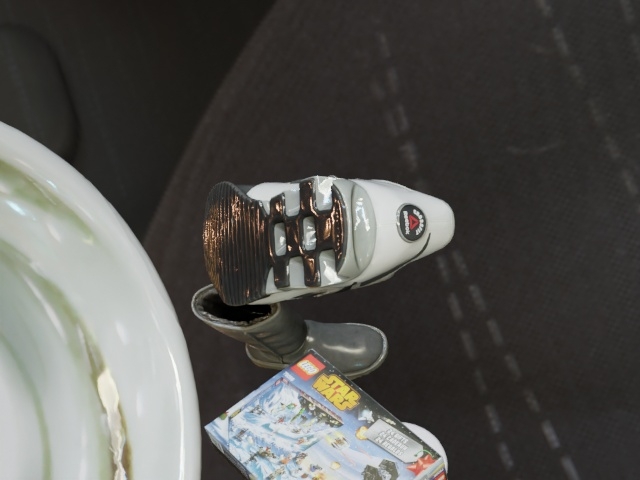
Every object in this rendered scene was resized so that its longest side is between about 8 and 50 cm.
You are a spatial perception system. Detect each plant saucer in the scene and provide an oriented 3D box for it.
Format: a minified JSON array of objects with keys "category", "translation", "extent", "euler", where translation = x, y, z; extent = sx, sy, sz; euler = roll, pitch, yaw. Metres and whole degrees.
[{"category":"plant saucer","translation":[-0.248,0.118,0.774],"extent":[0.101,0.400,0.400],"euler":[-14,96,40]}]

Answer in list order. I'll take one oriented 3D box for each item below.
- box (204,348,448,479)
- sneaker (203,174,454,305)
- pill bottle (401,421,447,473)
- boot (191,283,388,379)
[{"category":"box","translation":[0.002,0.137,0.849],"extent":[0.137,0.094,0.027],"euler":[37,154,42]},{"category":"sneaker","translation":[0.000,0.000,1.236],"extent":[0.330,0.146,0.122],"euler":[2,94,60]},{"category":"pill bottle","translation":[0.066,0.223,1.164],"extent":[0.137,0.078,0.078],"euler":[96,152,-57]},{"category":"boot","translation":[-0.029,0.097,1.493],"extent":[0.208,0.190,0.076],"euler":[67,-159,-63]}]
